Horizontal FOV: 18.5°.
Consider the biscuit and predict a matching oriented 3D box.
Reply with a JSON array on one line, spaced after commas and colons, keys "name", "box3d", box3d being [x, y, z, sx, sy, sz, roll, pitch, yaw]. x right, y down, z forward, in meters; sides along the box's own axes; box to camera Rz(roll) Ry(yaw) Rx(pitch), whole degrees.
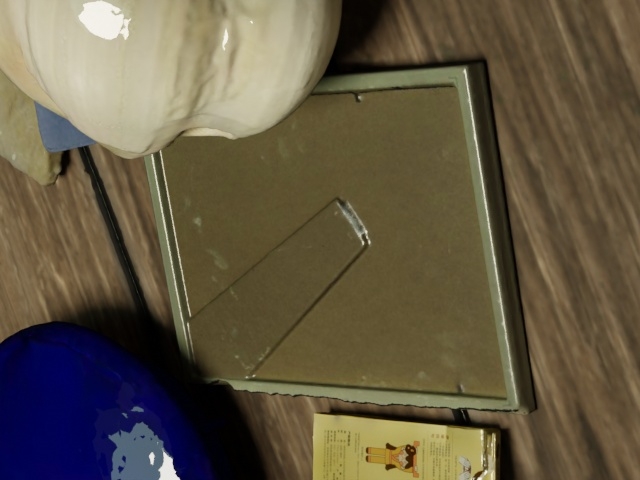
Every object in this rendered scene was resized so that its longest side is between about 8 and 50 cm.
[{"name": "biscuit", "box3d": [-0.260, -0.152, 1.417, 0.250, 0.032, 0.133, 37, 127, 29]}]

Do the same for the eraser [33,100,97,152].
[{"name": "eraser", "box3d": [-0.170, -0.173, 1.308, 0.082, 0.036, 0.225, -10, 91, 45]}]

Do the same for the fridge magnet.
[{"name": "fridge magnet", "box3d": [-0.154, 0.183, 1.375, 0.265, 0.112, 0.265, 15, 114, 38]}]

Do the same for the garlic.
[{"name": "garlic", "box3d": [-0.119, -0.146, 1.161, 0.281, 0.185, 0.203, 19, 118, 18]}]

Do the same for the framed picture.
[{"name": "framed picture", "box3d": [0.000, 0.000, 1.234, 0.289, 0.020, 0.211, 0, 104, 43]}]

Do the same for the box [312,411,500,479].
[{"name": "box", "box3d": [0.053, 0.147, 1.223, 0.149, 0.020, 0.073, 2, 90, 43]}]
